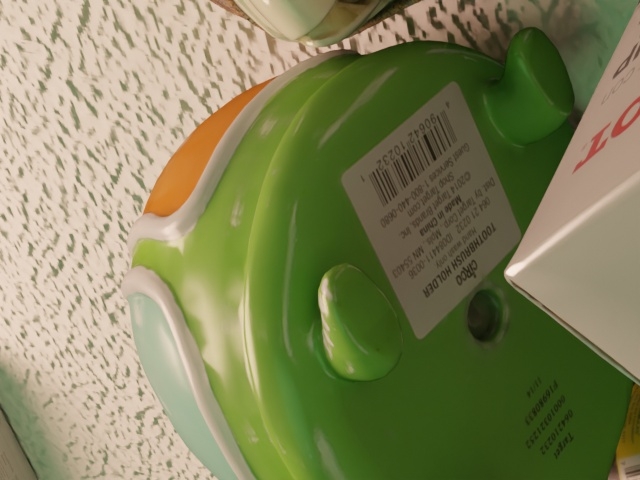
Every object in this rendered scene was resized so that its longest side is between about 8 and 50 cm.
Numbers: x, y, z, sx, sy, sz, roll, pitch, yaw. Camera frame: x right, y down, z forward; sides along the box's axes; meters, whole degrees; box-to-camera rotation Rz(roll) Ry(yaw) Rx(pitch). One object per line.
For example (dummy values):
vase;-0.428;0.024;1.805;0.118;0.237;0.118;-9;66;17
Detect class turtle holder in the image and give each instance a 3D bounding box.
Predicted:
turtle holder;0.043;0.049;0.802;0.227;0.243;0.320;-1;152;48

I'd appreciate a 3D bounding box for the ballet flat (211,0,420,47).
ballet flat;0.025;-0.142;0.678;0.107;0.106;0.316;44;143;-23

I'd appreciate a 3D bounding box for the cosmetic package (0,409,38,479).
cosmetic package;-0.304;0.178;1.296;0.060;0.099;0.239;14;140;26

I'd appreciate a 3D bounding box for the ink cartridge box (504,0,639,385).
ink cartridge box;0.203;-0.102;0.429;0.129;0.307;0.223;37;143;-9

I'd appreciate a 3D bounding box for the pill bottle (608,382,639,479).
pill bottle;0.247;0.102;0.799;0.119;0.119;0.208;43;142;-16
